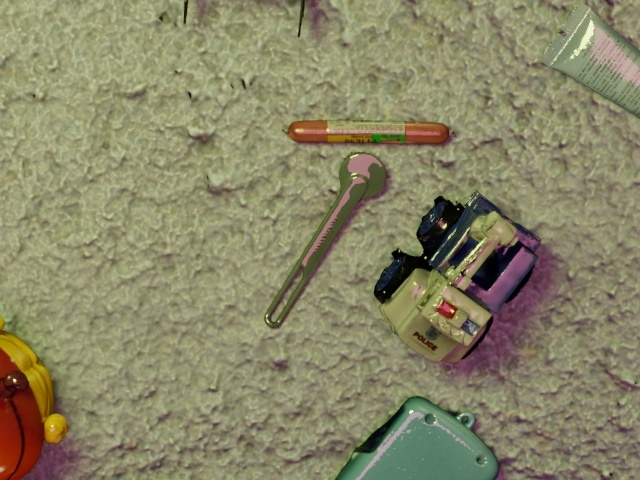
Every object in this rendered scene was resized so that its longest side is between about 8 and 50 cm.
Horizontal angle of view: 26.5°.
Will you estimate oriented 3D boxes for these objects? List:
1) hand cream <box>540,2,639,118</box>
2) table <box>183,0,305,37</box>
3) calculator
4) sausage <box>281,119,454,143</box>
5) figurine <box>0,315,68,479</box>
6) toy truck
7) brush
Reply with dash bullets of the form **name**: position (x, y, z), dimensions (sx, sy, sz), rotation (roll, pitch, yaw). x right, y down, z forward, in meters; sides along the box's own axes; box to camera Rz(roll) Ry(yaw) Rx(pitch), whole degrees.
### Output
- **hand cream**: position (0.419, -0.195, 1.747), dimensions (0.271, 0.058, 0.091), rotation (33, 109, -4)
- **table**: position (-0.088, -0.349, 1.681), dimensions (0.146, 0.062, 0.175), rotation (7, 68, -4)
- **calculator**: position (0.107, 0.341, 1.826), dimensions (0.173, 0.051, 0.293), rotation (39, 95, -8)
- **sausage**: position (0.061, -0.140, 1.747), dimensions (0.223, 0.029, 0.029), rotation (1, 100, -3)
- **figurine**: position (-0.468, 0.227, 1.701), dimensions (0.323, 0.196, 0.320), rotation (-32, 94, 13)
- **toy truck**: position (0.179, 0.055, 1.715), dimensions (0.161, 0.177, 0.213), rotation (35, 96, -9)
- **brush**: position (0.000, 0.000, 1.776), dimensions (0.062, 0.027, 0.266), rotation (31, 101, -7)
